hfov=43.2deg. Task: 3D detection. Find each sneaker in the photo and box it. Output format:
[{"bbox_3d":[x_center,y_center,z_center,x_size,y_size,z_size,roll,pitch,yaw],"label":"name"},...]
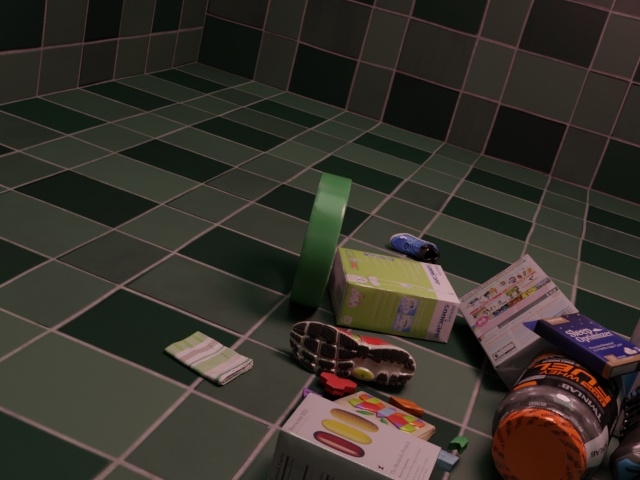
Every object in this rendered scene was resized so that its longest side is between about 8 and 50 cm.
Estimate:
[{"bbox_3d":[0.066,0.244,1.737,0.279,0.107,0.118,18,4,1],"label":"sneaker"},{"bbox_3d":[0.617,0.360,1.548,0.341,0.125,0.140,-9,64,-52],"label":"sneaker"},{"bbox_3d":[0.282,0.024,2.397,0.152,0.058,0.084,18,13,-10],"label":"sneaker"}]

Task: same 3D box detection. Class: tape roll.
[{"bbox_3d":[0.000,0.000,1.939,0.077,0.321,0.321,14,22,-1],"label":"tape roll"}]

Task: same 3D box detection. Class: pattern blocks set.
[{"bbox_3d":[0.119,0.336,1.528,0.325,0.026,0.285,19,10,13],"label":"pattern blocks set"}]

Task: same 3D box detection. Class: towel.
[{"bbox_3d":[-0.225,0.235,1.641,0.152,0.023,0.113,25,24,25],"label":"towel"}]

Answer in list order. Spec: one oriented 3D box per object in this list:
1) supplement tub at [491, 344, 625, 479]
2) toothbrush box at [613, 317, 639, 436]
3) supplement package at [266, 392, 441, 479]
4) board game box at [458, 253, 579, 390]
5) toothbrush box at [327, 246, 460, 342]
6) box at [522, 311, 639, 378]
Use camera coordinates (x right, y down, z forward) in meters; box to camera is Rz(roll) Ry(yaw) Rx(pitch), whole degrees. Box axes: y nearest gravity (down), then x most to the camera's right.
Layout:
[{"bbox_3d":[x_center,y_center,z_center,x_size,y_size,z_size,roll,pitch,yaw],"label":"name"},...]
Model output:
[{"bbox_3d":[0.459,0.343,1.563,0.207,0.207,0.338,24,24,21],"label":"supplement tub"},{"bbox_3d":[0.754,0.304,1.825,0.126,0.216,0.295,21,22,13],"label":"toothbrush box"},{"bbox_3d":[0.053,0.378,1.330,0.244,0.134,0.139,20,23,13],"label":"supplement package"},{"bbox_3d":[0.472,0.187,1.915,0.097,0.224,0.303,52,9,-25],"label":"board game box"},{"bbox_3d":[0.174,0.132,1.997,0.283,0.122,0.206,9,23,-11],"label":"toothbrush box"},{"bbox_3d":[0.534,0.200,1.634,0.136,0.036,0.225,-4,25,-36],"label":"box"}]
